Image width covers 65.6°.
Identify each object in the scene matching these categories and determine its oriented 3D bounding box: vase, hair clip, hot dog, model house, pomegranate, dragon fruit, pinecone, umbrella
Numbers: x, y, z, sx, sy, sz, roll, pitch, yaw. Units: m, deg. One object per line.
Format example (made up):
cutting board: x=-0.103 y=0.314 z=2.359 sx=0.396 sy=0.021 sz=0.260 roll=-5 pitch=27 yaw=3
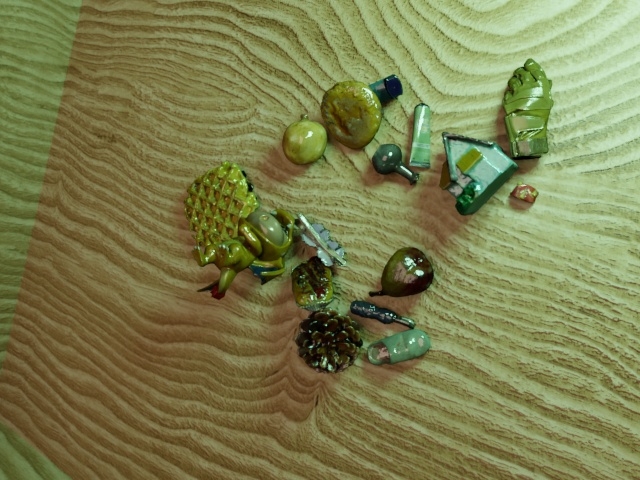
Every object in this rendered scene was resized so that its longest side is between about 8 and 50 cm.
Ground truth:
vase: x=0.278 y=-0.271 z=1.804 sx=0.183 sy=0.120 sz=0.120 roll=36 pitch=105 yaw=9
hair clip: x=0.000 y=0.000 z=1.936 sx=0.106 sy=0.084 sz=0.292 roll=-36 pitch=71 yaw=-24
hot dog: x=-0.033 y=0.161 z=1.888 sx=0.162 sy=0.082 sz=0.270 roll=-12 pitch=39 yaw=-1
model house: x=0.463 y=-0.245 z=1.605 sx=0.249 sy=0.280 sz=0.230 roll=45 pitch=110 yaw=16
pomegranate: x=-0.061 y=-0.393 z=1.934 sx=0.196 sy=0.196 sz=0.196 roll=-1 pitch=88 yaw=27
dragon fruit: x=0.668 y=-0.159 z=1.625 sx=0.083 sy=0.060 sz=0.056 roll=31 pitch=105 yaw=26
pinecone: x=0.034 y=0.368 z=1.823 sx=0.264 sy=0.264 sz=0.264 roll=-1 pitch=88 yaw=27
umbrella: x=0.230 y=0.271 z=1.840 sx=0.248 sy=0.071 sz=0.071 roll=10 pitch=93 yaw=23

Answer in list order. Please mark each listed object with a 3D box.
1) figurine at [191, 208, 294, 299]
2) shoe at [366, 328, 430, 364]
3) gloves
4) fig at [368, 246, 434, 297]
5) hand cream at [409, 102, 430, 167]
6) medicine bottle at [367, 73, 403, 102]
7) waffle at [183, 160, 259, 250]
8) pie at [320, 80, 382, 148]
figurine: x=-0.287 y=0.051 z=1.899 sx=0.401 sy=0.387 sz=0.268 roll=-26 pitch=89 yaw=39
shoe: x=0.269 y=0.394 z=1.792 sx=0.251 sy=0.100 sz=0.103 roll=-25 pitch=77 yaw=27
gloves: x=0.663 y=-0.423 z=1.589 sx=0.154 sy=0.141 sz=0.331 roll=-2 pitch=88 yaw=28
fig: x=0.273 y=0.142 z=1.786 sx=0.274 sy=0.145 sz=0.170 roll=-40 pitch=70 yaw=35
hand cream: x=0.364 y=-0.381 z=1.783 sx=0.055 sy=0.086 sz=0.235 roll=174 pitch=100 yaw=-71
medicine bottle: x=0.191 y=-0.539 z=1.845 sx=0.258 sy=0.124 sz=0.079 roll=-16 pitch=111 yaw=28
waffle: x=-0.445 y=-0.137 z=2.180 sx=0.382 sy=0.095 sz=0.380 roll=-29 pitch=78 yaw=26
pie: x=0.110 y=-0.464 z=1.848 sx=0.273 sy=0.069 sz=0.273 roll=19 pitch=131 yaw=24
